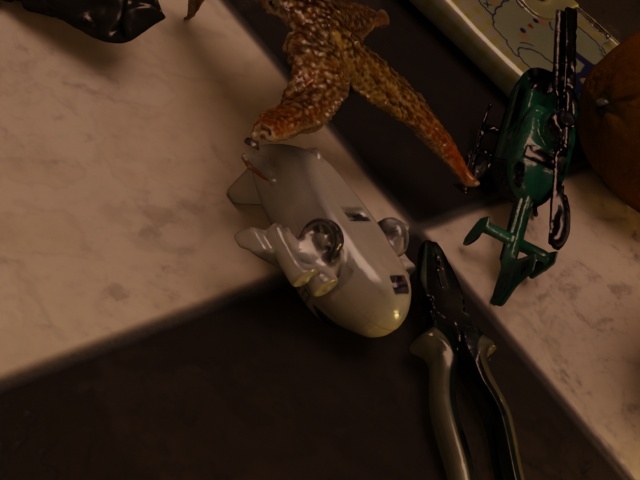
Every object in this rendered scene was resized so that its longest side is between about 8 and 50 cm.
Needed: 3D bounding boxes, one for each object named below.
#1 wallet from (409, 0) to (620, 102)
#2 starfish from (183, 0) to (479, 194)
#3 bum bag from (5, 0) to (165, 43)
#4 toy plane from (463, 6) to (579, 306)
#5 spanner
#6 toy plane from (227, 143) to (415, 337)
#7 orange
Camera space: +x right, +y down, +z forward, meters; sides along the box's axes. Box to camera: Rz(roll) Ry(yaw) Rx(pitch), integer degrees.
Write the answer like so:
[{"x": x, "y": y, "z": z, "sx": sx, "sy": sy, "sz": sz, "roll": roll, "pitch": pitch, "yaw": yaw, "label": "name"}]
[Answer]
[{"x": 0.244, "y": -0.288, "z": 2.180, "sx": 0.309, "sy": 0.077, "sz": 0.223, "roll": 46, "pitch": 44, "yaw": 11, "label": "wallet"}, {"x": -0.006, "y": -0.190, "z": 1.802, "sx": 0.384, "sy": 0.132, "sz": 0.398, "roll": 20, "pitch": 21, "yaw": -46, "label": "starfish"}, {"x": -0.305, "y": -0.311, "z": 1.816, "sx": 0.326, "sy": 0.079, "sz": 0.142, "roll": 24, "pitch": 58, "yaw": 6, "label": "bum bag"}, {"x": 0.239, "y": -0.081, "z": 1.920, "sx": 0.106, "sy": 0.155, "sz": 0.381, "roll": 26, "pitch": 57, "yaw": -11, "label": "toy plane"}, {"x": 0.143, "y": 0.137, "z": 1.704, "sx": 0.096, "sy": 0.040, "sz": 0.325, "roll": 8, "pitch": 52, "yaw": -28, "label": "spanner"}, {"x": 0.000, "y": 0.000, "z": 1.707, "sx": 0.245, "sy": 0.117, "sz": 0.244, "roll": 37, "pitch": 26, "yaw": -21, "label": "toy plane"}, {"x": 0.438, "y": -0.144, "z": 2.048, "sx": 0.264, "sy": 0.264, "sz": 0.264, "roll": 19, "pitch": 42, "yaw": -18, "label": "orange"}]
